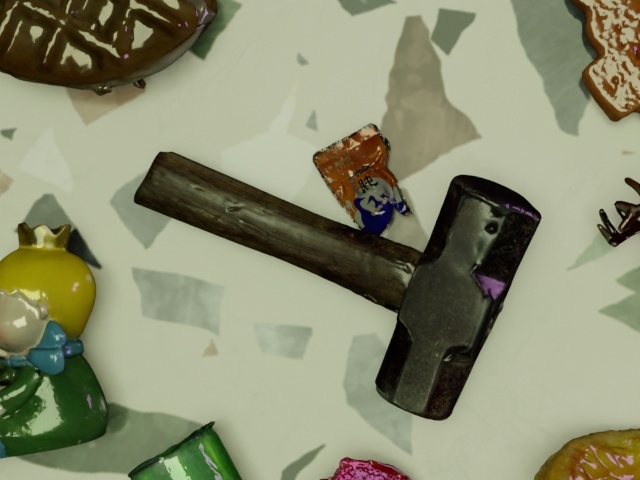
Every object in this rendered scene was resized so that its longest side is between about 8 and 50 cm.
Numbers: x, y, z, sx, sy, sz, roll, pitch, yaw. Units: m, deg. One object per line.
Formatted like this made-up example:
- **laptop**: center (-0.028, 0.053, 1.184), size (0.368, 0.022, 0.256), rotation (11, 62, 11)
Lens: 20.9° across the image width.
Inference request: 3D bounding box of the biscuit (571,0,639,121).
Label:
- **biscuit**: center (0.409, -0.230, 1.777), size (0.306, 0.043, 0.284), rotation (-34, 85, 2)

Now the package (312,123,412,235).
- **package**: center (0.049, -0.061, 1.809), size (0.077, 0.033, 0.110), rotation (-35, 80, 24)

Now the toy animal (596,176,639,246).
- **toy animal**: center (0.433, 0.004, 1.732), size (0.243, 0.087, 0.260), rotation (-36, 83, -11)

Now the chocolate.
- **chocolate**: center (-0.083, 0.335, 1.772), size (0.110, 0.110, 0.291), rotation (-30, 88, 3)

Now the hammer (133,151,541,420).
- **hammer**: center (0.000, 0.000, 1.778), size (0.409, 0.095, 0.242), rotation (23, 106, 16)

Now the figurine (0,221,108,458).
- **figurine**: center (-0.317, 0.103, 1.798), size (0.185, 0.127, 0.234), rotation (-11, 97, 12)

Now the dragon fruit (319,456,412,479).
- **dragon fruit**: center (0.034, 0.306, 1.769), size (0.153, 0.111, 0.153), rotation (12, 66, -29)

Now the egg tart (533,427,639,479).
- **egg tart**: center (0.336, 0.293, 1.665), size (0.295, 0.295, 0.116), rotation (7, 119, 5)

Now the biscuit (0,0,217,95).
- **biscuit**: center (-0.290, -0.313, 1.811), size (0.268, 0.115, 0.366), rotation (-27, 84, 4)
